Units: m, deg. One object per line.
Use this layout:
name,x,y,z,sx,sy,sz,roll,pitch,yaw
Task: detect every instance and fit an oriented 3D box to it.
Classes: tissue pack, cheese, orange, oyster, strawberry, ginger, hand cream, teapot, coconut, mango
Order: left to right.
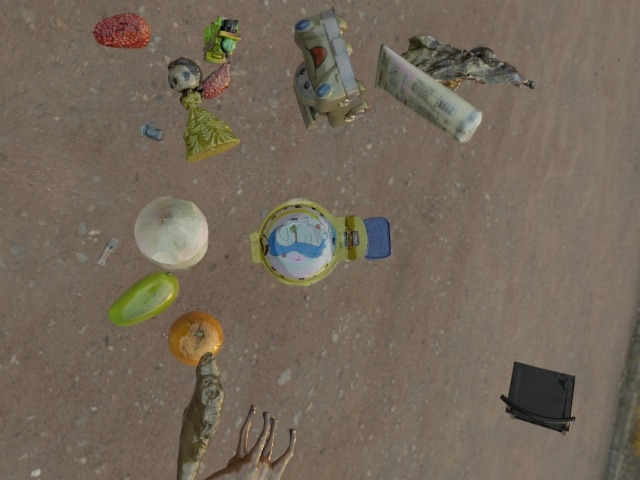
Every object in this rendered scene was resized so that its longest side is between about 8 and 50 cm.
tissue pack,-0.726,0.038,1.438,0.035,0.063,0.083,31,116,-24
strawberry,-0.680,-0.704,1.449,0.188,0.082,0.121,-19,142,-10
mango,-0.663,0.222,1.599,0.273,0.185,0.149,-37,93,-34
teapot,-0.662,-0.433,1.666,0.083,0.049,0.064,19,102,-8
coconut,-0.437,-0.024,1.257,0.224,0.234,0.224,5,61,-10
orange,-0.569,0.444,1.922,0.246,0.246,0.246,-9,104,-40
ginger,-0.289,0.437,1.006,0.080,0.166,0.333,11,96,-24
strawberry,-0.426,-0.640,1.714,0.192,0.140,0.085,-43,113,-5
cheese,0.000,0.000,0.742,0.250,0.064,0.157,-5,91,-1
hand cream,0.119,-0.164,0.480,0.039,0.143,0.061,-41,161,-18
oyster,0.283,-0.378,0.928,0.361,0.221,0.096,-2,101,-18

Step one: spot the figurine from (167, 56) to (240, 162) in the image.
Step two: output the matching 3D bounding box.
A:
figurine,-0.409,-0.438,1.374,0.168,0.187,0.315,-25,95,-44

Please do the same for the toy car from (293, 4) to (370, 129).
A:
toy car,0.006,-0.473,1.235,0.336,0.226,0.242,-8,81,-79

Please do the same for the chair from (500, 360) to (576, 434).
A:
chair,0.550,0.393,1.058,0.260,0.154,0.141,49,55,-52

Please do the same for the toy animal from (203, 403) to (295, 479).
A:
toy animal,-0.160,0.414,0.762,0.224,0.066,0.230,45,56,-29

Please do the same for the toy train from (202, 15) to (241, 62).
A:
toy train,-0.418,-0.837,1.775,0.100,0.296,0.161,-2,103,-29
